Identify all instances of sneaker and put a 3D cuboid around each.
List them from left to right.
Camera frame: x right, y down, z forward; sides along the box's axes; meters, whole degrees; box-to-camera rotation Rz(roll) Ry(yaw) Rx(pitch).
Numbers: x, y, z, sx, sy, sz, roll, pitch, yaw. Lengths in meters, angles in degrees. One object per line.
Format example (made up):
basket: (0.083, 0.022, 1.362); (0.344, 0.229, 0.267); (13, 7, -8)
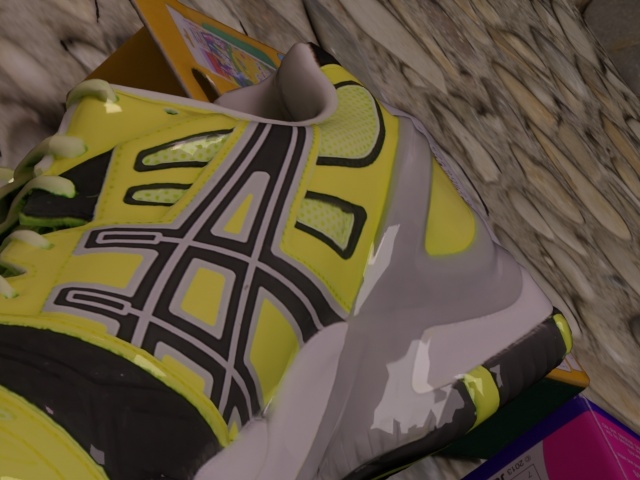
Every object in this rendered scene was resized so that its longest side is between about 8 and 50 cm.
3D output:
sneaker: (-0.071, 0.043, 0.518); (0.147, 0.145, 0.384); (57, 30, 5)

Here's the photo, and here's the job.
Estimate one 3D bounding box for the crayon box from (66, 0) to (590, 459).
crayon box: (0.000, 0.000, 0.944); (0.323, 0.083, 0.203); (20, 35, -60)

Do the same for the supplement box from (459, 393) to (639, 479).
supplement box: (0.147, 0.201, 0.853); (0.114, 0.111, 0.220); (35, 24, -42)
